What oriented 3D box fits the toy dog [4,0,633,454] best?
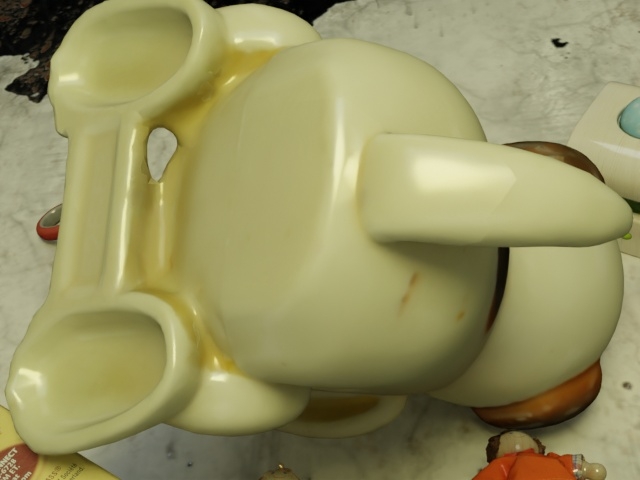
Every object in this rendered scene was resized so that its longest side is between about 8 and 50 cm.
[{"bbox_3d":[0.057,-0.004,0.637,0.395,0.408,0.284,-18,68,38],"label":"toy dog"}]

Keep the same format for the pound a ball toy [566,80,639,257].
[{"bbox_3d":[0.359,-0.019,0.758,0.319,0.135,0.208,21,52,31],"label":"pound a ball toy"}]

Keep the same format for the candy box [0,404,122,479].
[{"bbox_3d":[-0.193,0.204,0.616,0.316,0.183,0.087,21,52,30],"label":"candy box"}]

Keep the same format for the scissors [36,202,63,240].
[{"bbox_3d":[-0.192,-0.022,0.911,0.109,0.021,0.297,-43,34,-27],"label":"scissors"}]

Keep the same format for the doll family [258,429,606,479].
[{"bbox_3d":[0.061,0.204,0.594,0.263,0.118,0.163,-7,7,-7],"label":"doll family"}]
